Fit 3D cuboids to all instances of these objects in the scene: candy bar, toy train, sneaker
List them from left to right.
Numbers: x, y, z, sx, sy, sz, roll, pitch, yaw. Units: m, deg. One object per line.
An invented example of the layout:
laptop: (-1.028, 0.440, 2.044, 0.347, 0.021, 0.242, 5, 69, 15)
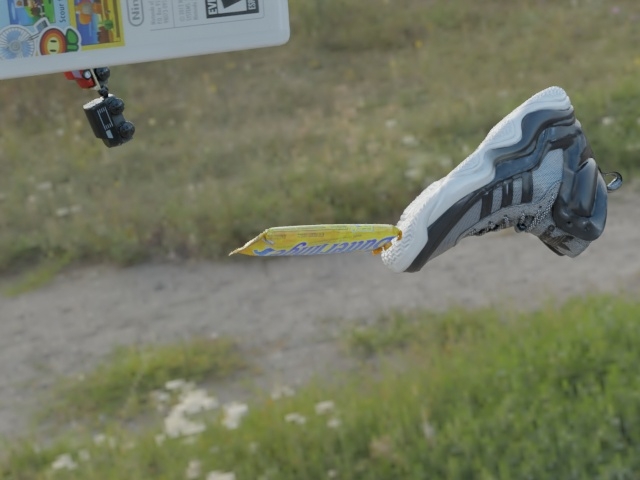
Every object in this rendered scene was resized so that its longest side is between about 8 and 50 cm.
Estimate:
toy train: (-0.202, -0.150, 1.318, 0.036, 0.158, 0.027, -31, 22, -23)
candy bar: (0.000, 0.000, 1.250, 0.161, 0.018, 0.040, -1, -23, -42)
sneaker: (0.193, -0.026, 1.571, 0.268, 0.153, 0.101, -43, 2, -21)

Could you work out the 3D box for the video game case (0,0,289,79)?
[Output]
video game case: (-0.120, -0.186, 0.676, 0.206, 0.226, 0.026, -10, 14, -22)
